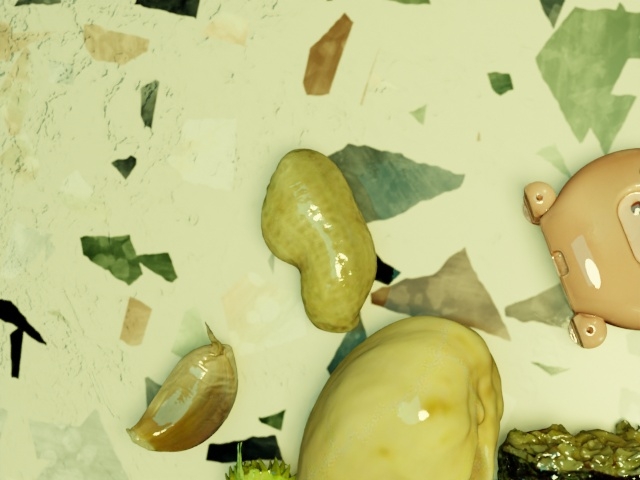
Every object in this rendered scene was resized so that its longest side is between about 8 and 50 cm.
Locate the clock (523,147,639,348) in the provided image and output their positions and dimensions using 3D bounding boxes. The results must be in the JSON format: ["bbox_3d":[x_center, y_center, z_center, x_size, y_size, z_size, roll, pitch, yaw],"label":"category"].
[{"bbox_3d":[0.391,-0.003,1.034,0.241,0.142,0.227,-19,80,10],"label":"clock"}]

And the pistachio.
[{"bbox_3d":[0.097,0.240,1.053,0.238,0.229,0.321,41,105,41],"label":"pistachio"}]

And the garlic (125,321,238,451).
[{"bbox_3d":[-0.172,0.203,1.179,0.090,0.128,0.198,43,100,31],"label":"garlic"}]

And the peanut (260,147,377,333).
[{"bbox_3d":[0.000,0.000,1.156,0.137,0.122,0.253,-28,83,12],"label":"peanut"}]

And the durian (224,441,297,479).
[{"bbox_3d":[-0.125,0.439,1.122,0.157,0.169,0.356,31,91,19],"label":"durian"}]

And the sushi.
[{"bbox_3d":[0.314,0.280,0.996,0.212,0.147,0.115,4,100,-13],"label":"sushi"}]
